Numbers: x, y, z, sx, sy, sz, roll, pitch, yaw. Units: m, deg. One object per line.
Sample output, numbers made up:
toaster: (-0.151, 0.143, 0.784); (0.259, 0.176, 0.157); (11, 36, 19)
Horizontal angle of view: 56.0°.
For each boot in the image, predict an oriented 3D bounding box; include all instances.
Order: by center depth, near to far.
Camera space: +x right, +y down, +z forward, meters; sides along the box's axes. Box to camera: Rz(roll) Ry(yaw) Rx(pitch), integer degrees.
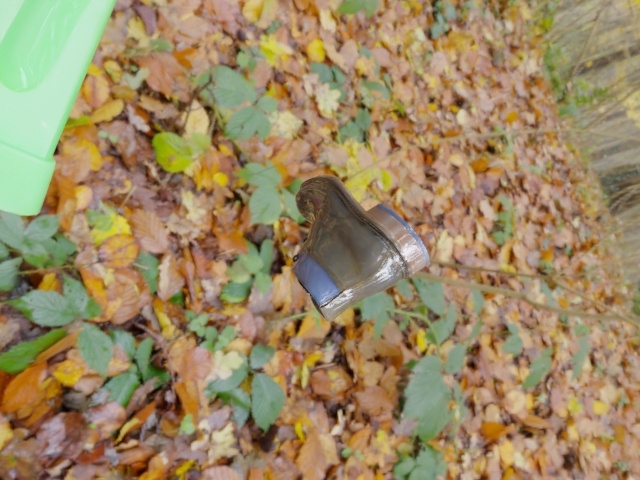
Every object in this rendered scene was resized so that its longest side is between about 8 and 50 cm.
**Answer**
boot: (0.000, 0.000, 0.594); (0.219, 0.106, 0.082); (33, -25, 58)

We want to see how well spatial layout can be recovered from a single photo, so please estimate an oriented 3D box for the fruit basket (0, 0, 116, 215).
fruit basket: (-0.337, -0.128, 0.277); (0.283, 0.392, 0.391); (35, 42, -74)
